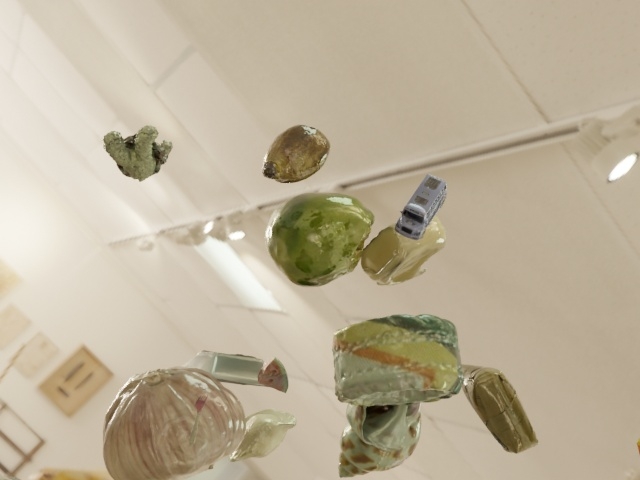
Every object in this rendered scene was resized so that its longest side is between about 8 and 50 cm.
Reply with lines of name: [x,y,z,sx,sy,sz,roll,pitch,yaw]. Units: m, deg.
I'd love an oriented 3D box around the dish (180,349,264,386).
dish: [-0.243,0.340,2.025,0.243,0.080,0.182,16,-15,-40]

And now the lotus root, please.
lotus root: [-0.068,-0.201,1.829,0.138,0.214,0.138,28,-43,29]

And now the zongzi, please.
zongzi: [0.440,0.429,1.981,0.228,0.115,0.256,62,-12,-3]

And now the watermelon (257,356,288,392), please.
watermelon: [-0.114,0.330,1.834,0.092,0.072,0.084,64,-5,6]

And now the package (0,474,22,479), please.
package: [-0.512,0.330,0.998,0.204,0.062,0.251,23,6,-1]

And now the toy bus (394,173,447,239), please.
toy bus: [0.247,-0.082,1.870,0.073,0.167,0.076,25,-32,18]

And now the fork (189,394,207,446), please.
fork: [-0.186,0.271,1.149,0.012,0.016,0.115,-102,-156,-55]

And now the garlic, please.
garlic: [-0.336,0.405,1.714,0.317,0.317,0.259,7,-56,59]

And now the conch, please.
conch: [0.154,0.505,2.081,0.249,0.367,0.197,24,-4,-39]

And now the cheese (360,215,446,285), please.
cheese: [0.251,0.032,2.287,0.266,0.233,0.127,-48,-118,36]

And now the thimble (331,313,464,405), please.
thimble: [0.159,0.263,1.647,0.288,0.167,0.254,-10,-21,19]

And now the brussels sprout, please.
brussels sprout: [0.000,0.000,2.147,0.344,0.344,0.268,139,-53,-70]

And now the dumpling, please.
dumpling: [-0.195,0.592,2.341,0.126,0.215,0.166,42,-9,-31]

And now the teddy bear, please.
teddy bear: [-0.389,-0.183,1.686,0.213,0.133,0.111,30,53,-86]

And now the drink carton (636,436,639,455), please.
drink carton: [0.864,0.398,1.776,0.111,0.351,0.154,11,-43,43]
